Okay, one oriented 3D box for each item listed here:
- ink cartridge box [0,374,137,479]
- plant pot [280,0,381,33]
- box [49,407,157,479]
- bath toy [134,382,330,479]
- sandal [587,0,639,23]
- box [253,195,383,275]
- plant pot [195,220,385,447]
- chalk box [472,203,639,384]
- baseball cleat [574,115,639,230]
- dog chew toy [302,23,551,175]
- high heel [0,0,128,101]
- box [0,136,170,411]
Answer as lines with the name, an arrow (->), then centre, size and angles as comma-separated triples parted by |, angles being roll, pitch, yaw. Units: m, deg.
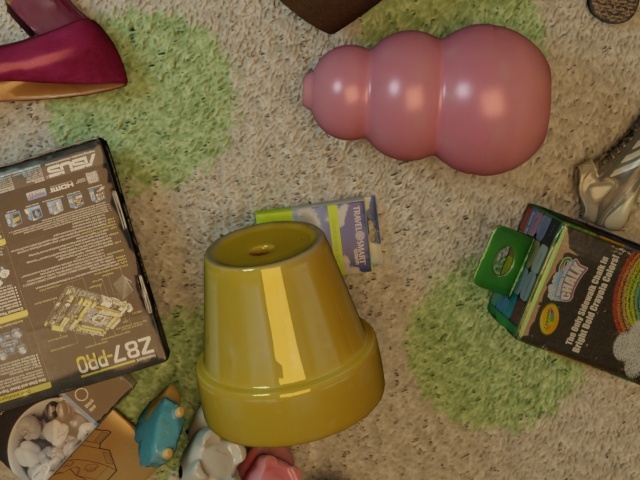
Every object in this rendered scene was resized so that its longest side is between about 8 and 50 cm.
ink cartridge box -> -0.402, 0.207, 1.844 | 0.208, 0.045, 0.206 | 42, 91, -1
plant pot -> 0.043, -0.397, 1.752 | 0.215, 0.215, 0.230 | 33, 108, -11
box -> -0.348, 0.305, 1.899 | 0.201, 0.021, 0.164 | 43, 92, -12
bath toy -> -0.097, 0.333, 1.886 | 0.348, 0.129, 0.151 | 31, 59, -15
sandal -> 0.438, -0.436, 1.864 | 0.097, 0.054, 0.255 | 19, 106, -3
box -> 0.000, 0.000, 1.881 | 0.178, 0.042, 0.109 | -8, 101, -5
plant pot -> -0.055, 0.112, 1.767 | 0.254, 0.254, 0.239 | -13, 111, -5
chalk box -> 0.356, 0.065, 1.870 | 0.288, 0.179, 0.180 | 21, 97, -9
baseball cleat -> 0.432, -0.119, 1.902 | 0.109, 0.072, 0.206 | 18, 93, -3
dog chew toy -> 0.141, -0.195, 1.793 | 0.331, 0.206, 0.207 | 3, 99, 0
high heel -> -0.446, -0.177, 1.745 | 0.377, 0.127, 0.181 | -39, 91, -3
box -> -0.433, 0.065, 1.763 | 0.394, 0.097, 0.318 | -17, 93, -3
